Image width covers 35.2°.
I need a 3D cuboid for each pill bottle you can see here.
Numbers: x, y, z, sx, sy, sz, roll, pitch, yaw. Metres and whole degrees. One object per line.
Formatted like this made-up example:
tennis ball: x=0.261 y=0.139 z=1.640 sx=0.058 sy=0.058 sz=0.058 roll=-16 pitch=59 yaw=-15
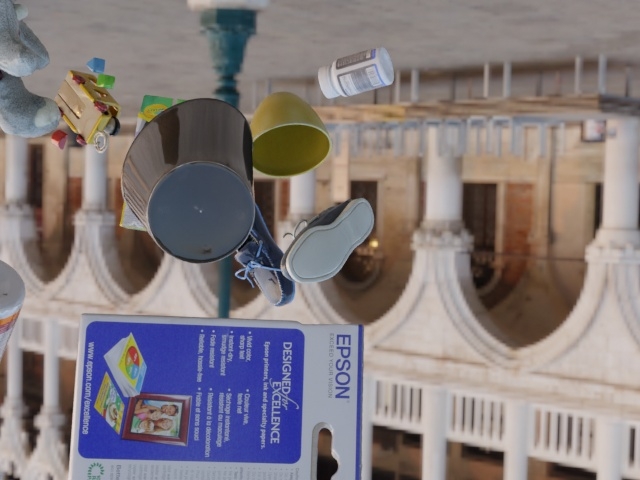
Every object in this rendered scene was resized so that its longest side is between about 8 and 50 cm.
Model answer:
pill bottle: x=-0.488 y=0.134 z=1.368 sx=0.121 sy=0.221 sz=0.121 roll=22 pitch=-149 yaw=-14
pill bottle: x=0.070 y=-0.331 z=2.005 sx=0.137 sy=0.078 sz=0.078 roll=-12 pitch=177 yaw=23

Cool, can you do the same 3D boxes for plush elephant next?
plush elephant: x=-0.415 y=-0.258 z=1.180 sx=0.255 sy=0.330 sz=0.271 roll=-16 pitch=-174 yaw=44

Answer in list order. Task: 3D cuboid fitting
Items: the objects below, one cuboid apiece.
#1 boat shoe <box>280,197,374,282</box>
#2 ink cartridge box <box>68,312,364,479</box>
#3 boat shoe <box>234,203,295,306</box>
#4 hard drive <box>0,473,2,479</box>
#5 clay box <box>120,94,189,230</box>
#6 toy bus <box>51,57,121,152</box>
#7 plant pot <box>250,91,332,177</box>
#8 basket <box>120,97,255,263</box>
boat shoe: x=0.000 y=0.000 z=1.738 sx=0.079 sy=0.095 sz=0.254 roll=-10 pitch=-155 yaw=38
ink cartridge box: x=-0.111 y=0.236 z=1.078 sx=0.307 sy=0.304 sz=0.072 roll=3 pitch=169 yaw=-6
boat shoe: x=-0.145 y=0.029 z=2.084 sx=0.089 sy=0.258 sz=0.109 roll=-7 pitch=146 yaw=-47
hard drive: x=-0.569 y=0.506 z=1.567 sx=0.203 sy=0.308 sz=0.040 roll=-13 pitch=159 yaw=-25
clay box: x=-0.247 y=-0.121 z=1.667 sx=0.127 sy=0.222 sz=0.053 roll=9 pitch=176 yaw=5
toy bus: x=-0.479 y=-0.273 z=2.156 sx=0.190 sy=0.202 sz=0.104 roll=-5 pitch=175 yaw=39
plant pot: x=-0.056 y=-0.177 z=1.583 sx=0.134 sy=0.095 sz=0.134 roll=-8 pitch=148 yaw=-5
basket: x=-0.159 y=-0.069 z=1.274 sx=0.154 sy=0.204 sz=0.227 roll=43 pitch=-175 yaw=-22
